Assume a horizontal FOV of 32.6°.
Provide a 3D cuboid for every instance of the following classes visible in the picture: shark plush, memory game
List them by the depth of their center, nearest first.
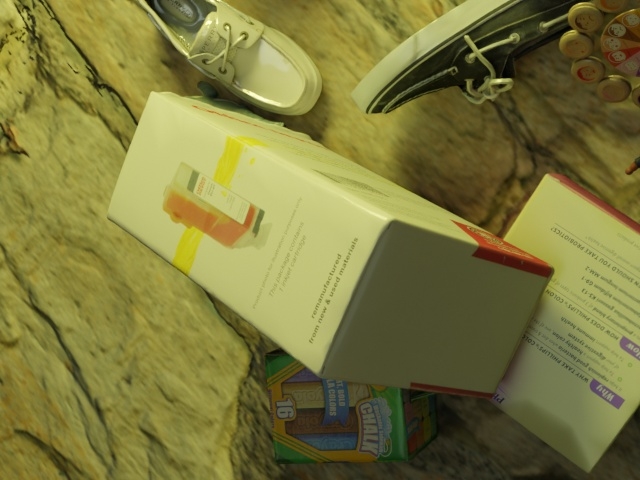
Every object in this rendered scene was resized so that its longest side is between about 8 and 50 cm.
[{"bbox_3d":[0.342,-0.202,1.137,0.186,0.186,0.012,3,54,22],"label":"memory game"},{"bbox_3d":[-0.121,-0.145,1.366,0.161,0.067,0.073,26,101,19],"label":"shark plush"}]

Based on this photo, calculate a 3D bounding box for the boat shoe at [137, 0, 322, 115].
[{"bbox_3d":[-0.125,-0.242,1.348,0.277,0.096,0.098,34,104,17],"label":"boat shoe"}]

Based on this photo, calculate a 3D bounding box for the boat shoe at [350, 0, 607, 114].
[{"bbox_3d":[0.182,-0.210,1.222,0.306,0.113,0.105,-31,87,5],"label":"boat shoe"}]

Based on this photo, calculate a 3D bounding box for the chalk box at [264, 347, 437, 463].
[{"bbox_3d":[0.061,0.182,1.276,0.213,0.132,0.132,-5,91,23],"label":"chalk box"}]

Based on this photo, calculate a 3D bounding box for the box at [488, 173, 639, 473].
[{"bbox_3d":[0.279,0.085,1.192,0.213,0.117,0.243,35,104,17],"label":"box"}]

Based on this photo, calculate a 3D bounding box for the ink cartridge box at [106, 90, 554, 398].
[{"bbox_3d":[0.000,0.000,1.148,0.384,0.279,0.160,32,103,43],"label":"ink cartridge box"}]

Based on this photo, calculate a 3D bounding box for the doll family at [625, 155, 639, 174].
[{"bbox_3d":[0.420,-0.074,1.149,0.193,0.076,0.111,-7,109,17],"label":"doll family"}]
